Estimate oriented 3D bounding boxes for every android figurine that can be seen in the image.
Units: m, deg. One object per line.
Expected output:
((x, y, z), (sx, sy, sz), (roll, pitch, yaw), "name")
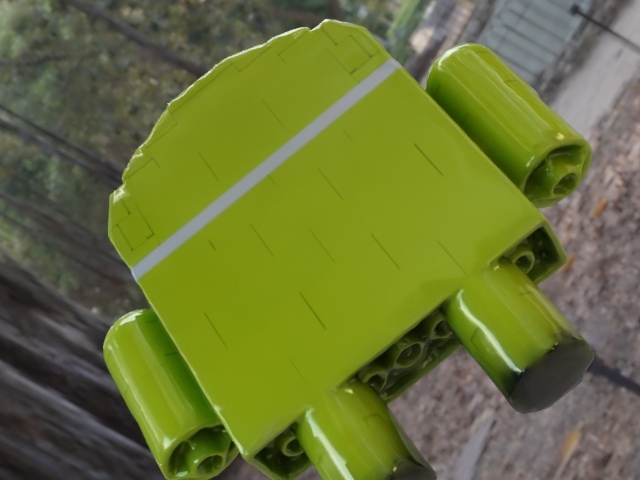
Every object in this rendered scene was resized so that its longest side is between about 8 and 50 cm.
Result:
((0.000, 0.000, 0.596), (0.248, 0.273, 0.056), (-40, -39, 1), "android figurine")
